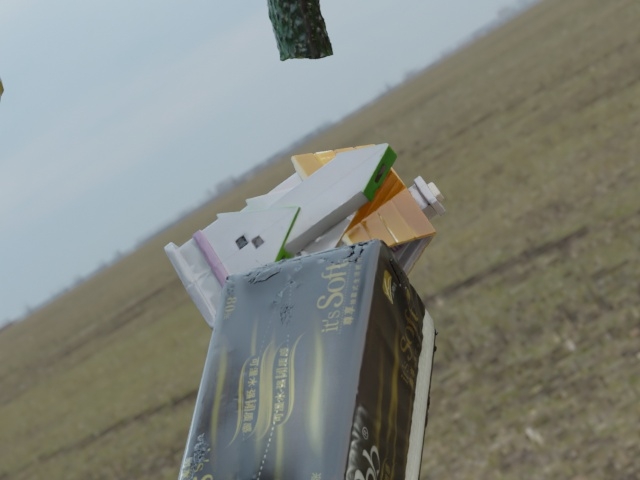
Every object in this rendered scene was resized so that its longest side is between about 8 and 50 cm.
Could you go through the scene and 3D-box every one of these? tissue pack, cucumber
[{"bbox_3d":[-0.004,0.200,1.515,0.210,0.198,0.370,-16,45,28],"label":"tissue pack"},{"bbox_3d":[-0.032,-0.266,1.419,0.058,0.187,0.058,-11,8,2],"label":"cucumber"}]

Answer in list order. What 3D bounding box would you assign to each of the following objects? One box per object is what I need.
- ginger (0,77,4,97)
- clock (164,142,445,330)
[{"bbox_3d":[-0.584,-0.371,2.068,0.122,0.363,0.348,-45,29,19],"label":"ginger"},{"bbox_3d":[0.000,0.000,1.817,0.309,0.166,0.235,-35,-27,6],"label":"clock"}]
